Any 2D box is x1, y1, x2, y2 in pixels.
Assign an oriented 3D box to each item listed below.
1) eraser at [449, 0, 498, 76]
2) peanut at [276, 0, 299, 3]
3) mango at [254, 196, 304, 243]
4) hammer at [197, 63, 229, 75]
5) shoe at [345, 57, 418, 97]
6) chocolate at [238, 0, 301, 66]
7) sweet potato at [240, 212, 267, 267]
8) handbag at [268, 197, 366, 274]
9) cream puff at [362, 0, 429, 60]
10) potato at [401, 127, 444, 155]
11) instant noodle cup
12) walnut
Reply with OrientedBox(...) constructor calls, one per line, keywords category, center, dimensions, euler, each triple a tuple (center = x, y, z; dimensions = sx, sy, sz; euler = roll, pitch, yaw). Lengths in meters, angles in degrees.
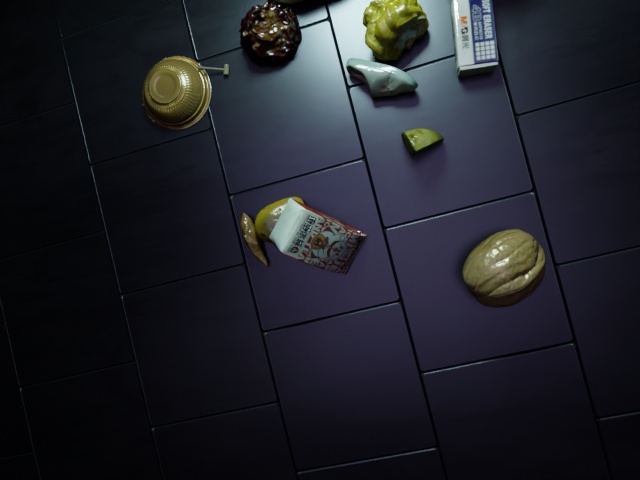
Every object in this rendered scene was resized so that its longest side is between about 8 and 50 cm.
OrientedBox(category="eraser", center=(0.489, -0.680, 1.582), dimensions=(0.124, 0.081, 0.278), euler=(-6, 89, 9))
OrientedBox(category="peanut", center=(-0.042, -0.888, 1.645), dimensions=(0.325, 0.140, 0.153), euler=(-12, 60, 14))
OrientedBox(category="mango", center=(-0.136, -0.074, 1.682), dimensions=(0.137, 0.098, 0.195), euler=(45, 92, 11))
OrientedBox(category="hammer", center=(-0.380, -0.608, 1.745), dimensions=(0.110, 0.019, 0.035), euler=(4, 91, -7))
OrientedBox(category="shoe", center=(0.192, -0.523, 1.625), dimensions=(0.251, 0.103, 0.100), euler=(23, 93, 14))
OrientedBox(category="chocolate", center=(-0.182, -0.711, 1.647), dimensions=(0.206, 0.177, 0.224), euler=(28, 96, 8))
OrientedBox(category="sweet potato", center=(-0.236, 0.001, 1.715), dimensions=(0.060, 0.068, 0.205), euler=(-26, 93, 27))
OrientedBox(category="handbag", center=(0.000, 0.000, 1.616), dimensions=(0.298, 0.151, 0.171), euler=(25, 98, -30))
OrientedBox(category="cream puff", center=(0.223, -0.705, 1.585), dimensions=(0.221, 0.195, 0.194), euler=(-43, 84, 3))
OrientedBox(category="potato", center=(0.331, -0.335, 1.578), dimensions=(0.120, 0.149, 0.081), euler=(-26, 92, 6))
OrientedBox(category="instant noodle cup", center=(-0.530, -0.536, 1.748), dimensions=(0.274, 0.091, 0.273), euler=(0, 90, 10))
OrientedBox(category="walnut", center=(0.564, 0.086, 1.510), dimensions=(0.261, 0.225, 0.225), euler=(-33, 85, -4))
